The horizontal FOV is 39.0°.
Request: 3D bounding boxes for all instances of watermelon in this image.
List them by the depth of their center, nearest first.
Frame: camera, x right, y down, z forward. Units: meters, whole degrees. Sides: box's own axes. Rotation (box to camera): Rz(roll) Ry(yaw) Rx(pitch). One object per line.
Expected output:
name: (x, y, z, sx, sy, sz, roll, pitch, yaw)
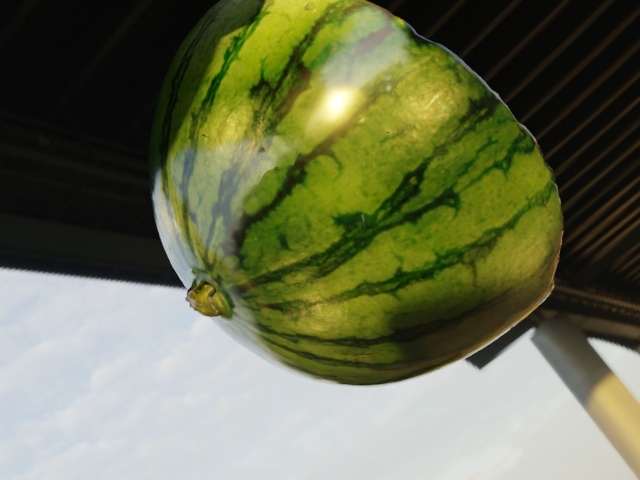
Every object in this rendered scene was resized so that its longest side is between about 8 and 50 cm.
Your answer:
watermelon: (0.000, 0.000, 0.653, 0.189, 0.330, 0.331, -55, -20, -18)
